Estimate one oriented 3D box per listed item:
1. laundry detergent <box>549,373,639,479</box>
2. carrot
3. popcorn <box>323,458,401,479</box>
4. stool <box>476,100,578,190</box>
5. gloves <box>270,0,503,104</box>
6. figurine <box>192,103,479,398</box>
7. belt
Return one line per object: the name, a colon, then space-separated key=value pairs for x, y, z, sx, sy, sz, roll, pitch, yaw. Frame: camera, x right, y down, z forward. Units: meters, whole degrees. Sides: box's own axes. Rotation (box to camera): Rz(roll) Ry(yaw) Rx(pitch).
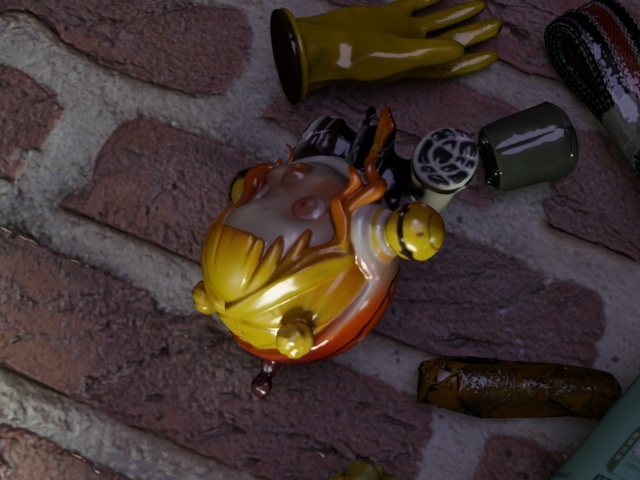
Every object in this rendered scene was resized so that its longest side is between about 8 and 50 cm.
laundry detergent: x=0.377 y=0.261 z=0.735 sx=0.305 sy=0.287 sz=0.287 roll=-43 pitch=78 yaw=-14
carrot: x=0.223 y=0.165 z=0.880 sx=0.228 sy=0.069 sz=0.069 roll=5 pitch=72 yaw=-2
popcorn: x=0.015 y=0.304 z=0.766 sx=0.195 sy=0.173 sz=0.168 roll=9 pitch=106 yaw=-21
stool: x=0.249 y=-0.111 z=0.958 sx=0.110 sy=0.096 sz=0.096 roll=-18 pitch=73 yaw=-2
gloves: x=0.093 y=-0.260 z=1.004 sx=0.294 sy=0.116 sz=0.133 roll=-13 pitch=80 yaw=-13
figurine: x=0.003 y=0.002 z=0.859 sx=0.323 sy=0.196 sz=0.320 roll=-45 pitch=35 yaw=-22
belt: x=0.402 y=-0.147 z=0.966 sx=0.094 sy=0.126 sz=0.359 roll=-27 pitch=68 yaw=0
